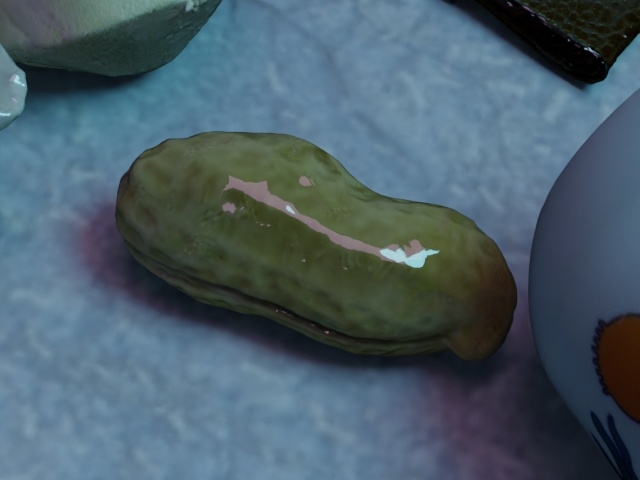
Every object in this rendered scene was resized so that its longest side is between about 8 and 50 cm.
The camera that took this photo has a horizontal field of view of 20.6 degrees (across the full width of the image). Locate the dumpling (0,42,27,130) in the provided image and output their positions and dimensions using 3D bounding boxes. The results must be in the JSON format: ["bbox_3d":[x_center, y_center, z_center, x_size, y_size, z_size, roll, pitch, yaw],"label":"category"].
[{"bbox_3d":[-0.211,-0.052,0.721,0.176,0.092,0.150,32,54,13],"label":"dumpling"}]

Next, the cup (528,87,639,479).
[{"bbox_3d":[0.230,0.074,0.641,0.212,0.212,0.317,-24,62,-23],"label":"cup"}]

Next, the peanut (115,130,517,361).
[{"bbox_3d":[0.000,0.000,0.736,0.174,0.080,0.080,20,55,0],"label":"peanut"}]

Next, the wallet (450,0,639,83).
[{"bbox_3d":[0.154,-0.187,0.910,0.133,0.039,0.243,39,58,9],"label":"wallet"}]

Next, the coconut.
[{"bbox_3d":[-0.104,-0.143,0.774,0.147,0.153,0.147,-19,25,9],"label":"coconut"}]
